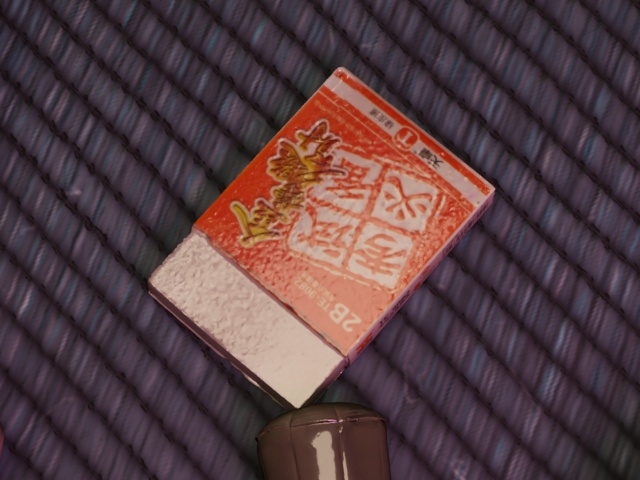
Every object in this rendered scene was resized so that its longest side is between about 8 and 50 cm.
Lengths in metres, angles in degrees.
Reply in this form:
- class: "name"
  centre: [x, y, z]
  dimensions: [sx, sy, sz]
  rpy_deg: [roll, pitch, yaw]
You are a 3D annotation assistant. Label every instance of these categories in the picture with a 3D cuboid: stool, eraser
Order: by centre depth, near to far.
- class: "stool"
  centre: [0.006, 0.173, 1.422]
  dimensions: [0.096, 0.096, 0.110]
  rpy_deg: [-7, 76, 0]
- class: "eraser"
  centre: [0.000, 0.000, 1.505]
  dimensions: [0.157, 0.038, 0.230]
  rpy_deg: [39, 77, 12]

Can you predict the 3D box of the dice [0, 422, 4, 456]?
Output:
- class: "dice"
  centre: [-0.416, 0.132, 1.338]
  dimensions: [0.304, 0.304, 0.277]
  rpy_deg: [37, 77, 12]
